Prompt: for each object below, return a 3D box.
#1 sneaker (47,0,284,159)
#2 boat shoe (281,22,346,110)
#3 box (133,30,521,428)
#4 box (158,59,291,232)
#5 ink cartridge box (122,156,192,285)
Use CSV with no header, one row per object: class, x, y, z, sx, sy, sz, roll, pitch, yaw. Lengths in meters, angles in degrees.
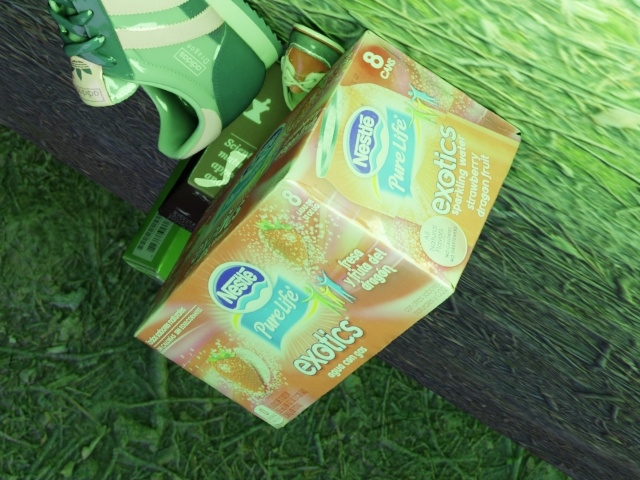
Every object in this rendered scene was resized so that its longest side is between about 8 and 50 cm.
sneaker,-0.160,-0.174,1.427,0.319,0.131,0.112,37,172,-39
boat shoe,-0.009,-0.129,1.462,0.049,0.043,0.137,33,172,4
box,0.000,0.000,1.415,0.142,0.154,0.300,34,147,-9
box,-0.026,-0.044,1.762,0.191,0.143,0.381,32,172,-5
ink cartridge box,-0.051,0.012,2.042,0.255,0.189,0.097,35,172,-28
